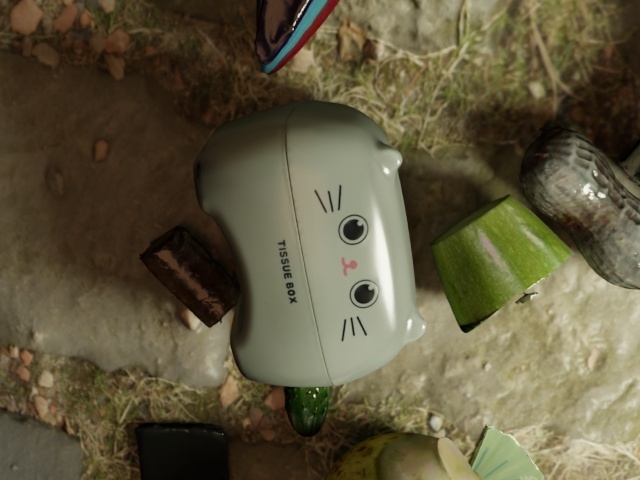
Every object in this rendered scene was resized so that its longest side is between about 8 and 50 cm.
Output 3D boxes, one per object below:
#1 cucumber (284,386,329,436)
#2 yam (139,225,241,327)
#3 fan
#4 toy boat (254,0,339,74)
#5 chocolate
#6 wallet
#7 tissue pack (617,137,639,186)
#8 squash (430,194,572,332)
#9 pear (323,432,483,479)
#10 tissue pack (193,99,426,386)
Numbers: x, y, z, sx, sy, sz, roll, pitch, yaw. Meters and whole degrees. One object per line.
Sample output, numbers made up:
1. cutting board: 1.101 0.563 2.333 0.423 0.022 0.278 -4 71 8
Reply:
1. cucumber: -0.021 0.239 1.241 0.067 0.035 0.108 0 110 6
2. yam: -0.173 0.049 1.175 0.079 0.079 0.141 -38 101 17
3. fan: 0.262 0.378 1.265 0.131 0.009 0.240 1 108 5
4. toy boat: 0.000 -0.376 1.016 0.136 0.079 0.392 24 107 1
5. chocolate: 0.341 -0.034 1.065 0.248 0.110 0.110 44 108 -4
6. wallet: -0.205 0.407 1.324 0.146 0.030 0.286 2 107 10
7. tissue pack: 0.552 -0.076 1.019 0.332 0.123 0.245 38 103 -9
8. squash: 0.218 0.024 1.077 0.170 0.170 0.123 -33 90 16
9. pear: 0.113 0.394 1.163 0.271 0.271 0.271 2 109 7
10. tissue pack: 0.000 0.000 1.053 0.235 0.229 0.333 -7 108 10
